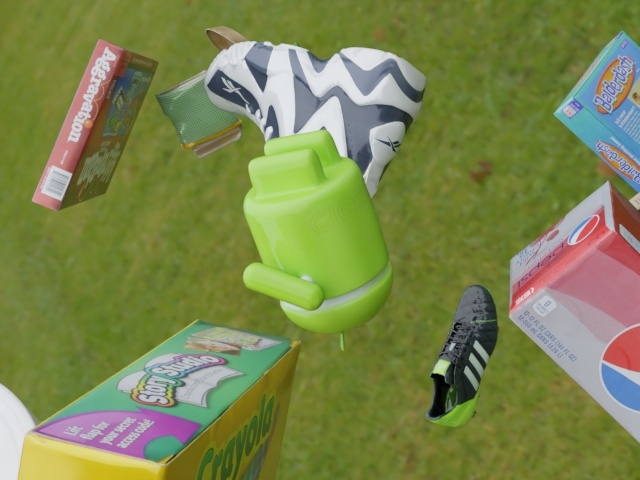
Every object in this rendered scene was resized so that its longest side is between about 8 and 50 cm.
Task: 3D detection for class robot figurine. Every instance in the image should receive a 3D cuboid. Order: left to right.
[{"bbox_3d":[0.000,0.000,0.795,0.067,0.115,0.101,-10,24,24],"label":"robot figurine"}]

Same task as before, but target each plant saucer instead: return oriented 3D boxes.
[{"bbox_3d":[-0.078,-0.189,1.468,0.015,0.083,0.083,-52,20,-8],"label":"plant saucer"}]

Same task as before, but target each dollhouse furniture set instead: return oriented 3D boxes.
[{"bbox_3d":[-0.076,-0.126,1.384,0.152,0.076,0.058,-25,31,11],"label":"dollhouse furniture set"}]

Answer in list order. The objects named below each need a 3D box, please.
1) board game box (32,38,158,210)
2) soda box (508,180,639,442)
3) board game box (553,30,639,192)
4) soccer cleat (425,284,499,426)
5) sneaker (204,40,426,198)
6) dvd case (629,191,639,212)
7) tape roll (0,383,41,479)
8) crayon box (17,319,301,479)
[{"bbox_3d":[-0.197,-0.104,1.327,0.281,0.027,0.145,-95,30,-85],"label":"board game box"},{"bbox_3d":[0.239,0.091,0.938,0.092,0.263,0.083,-42,12,22],"label":"soda box"},{"bbox_3d":[0.415,-0.143,1.856,0.160,0.210,0.047,-49,3,-37],"label":"board game box"},{"bbox_3d":[0.172,0.141,1.791,0.060,0.072,0.178,15,96,43],"label":"soccer cleat"},{"bbox_3d":[-0.026,-0.081,1.249,0.235,0.094,0.153,9,76,36],"label":"sneaker"},{"bbox_3d":[0.350,-0.039,1.320,0.221,0.164,0.018,-37,58,-5],"label":"dvd case"},{"bbox_3d":[-0.352,0.263,1.403,0.169,0.246,0.246,70,-146,-62],"label":"tape roll"},{"bbox_3d":[-0.125,0.249,1.091,0.363,0.106,0.313,-36,-42,-75],"label":"crayon box"}]
